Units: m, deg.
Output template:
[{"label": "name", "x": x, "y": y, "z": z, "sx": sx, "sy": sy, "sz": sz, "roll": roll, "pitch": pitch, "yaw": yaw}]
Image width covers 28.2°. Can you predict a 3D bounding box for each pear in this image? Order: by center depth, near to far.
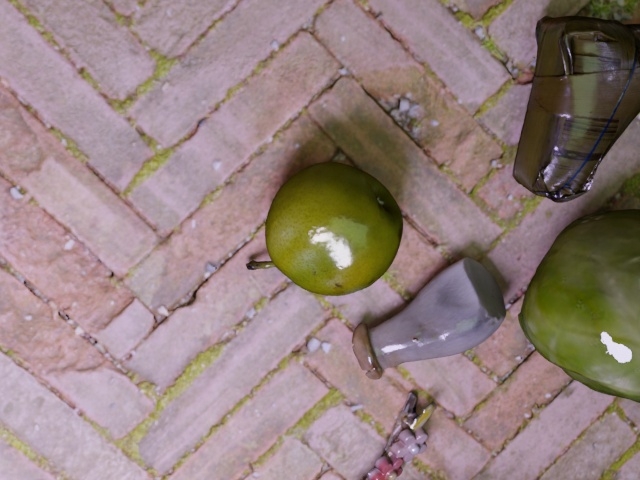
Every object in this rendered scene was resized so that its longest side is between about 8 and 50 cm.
[{"label": "pear", "x": 0.000, "y": 0.000, "z": 1.653, "sx": 0.216, "sy": 0.166, "sz": 0.180, "roll": -36, "pitch": 124, "yaw": 19}]

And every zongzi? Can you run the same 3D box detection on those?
[{"label": "zongzi", "x": 0.418, "y": -0.177, "z": 1.768, "sx": 0.289, "sy": 0.123, "sz": 0.260, "roll": 3, "pitch": 105, "yaw": -22}]

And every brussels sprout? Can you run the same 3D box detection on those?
[{"label": "brussels sprout", "x": 0.429, "y": 0.093, "z": 1.740, "sx": 0.328, "sy": 0.328, "sz": 0.247, "roll": 3, "pitch": 128, "yaw": -19}]

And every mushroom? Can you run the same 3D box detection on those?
[{"label": "mushroom", "x": 0.153, "y": 0.118, "z": 1.760, "sx": 0.225, "sy": 0.093, "sz": 0.116, "roll": -33, "pitch": 90, "yaw": 0}]

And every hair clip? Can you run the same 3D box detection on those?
[{"label": "hair clip", "x": 0.098, "y": 0.314, "z": 1.795, "sx": 0.214, "sy": 0.056, "sz": 0.062, "roll": -58, "pitch": 144, "yaw": -1}]
